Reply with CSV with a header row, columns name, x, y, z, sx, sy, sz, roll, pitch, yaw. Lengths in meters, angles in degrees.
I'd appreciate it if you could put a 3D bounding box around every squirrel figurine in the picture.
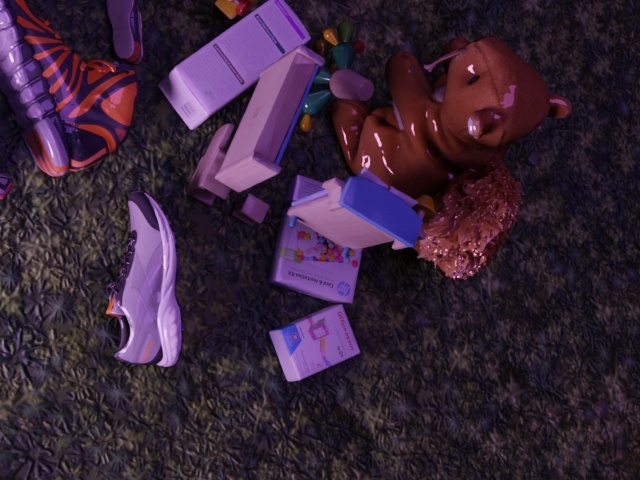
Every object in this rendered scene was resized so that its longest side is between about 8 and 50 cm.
name,x,y,z,sx,sy,sz,roll,pitch,yaw
squirrel figurine,0.242,-0.139,1.702,0.281,0.370,0.396,-9,86,-28

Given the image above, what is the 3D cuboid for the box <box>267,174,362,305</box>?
name,x,y,z,sx,sy,sz,roll,pitch,yaw
box,0.000,0.000,1.750,0.145,0.038,0.186,18,75,-22

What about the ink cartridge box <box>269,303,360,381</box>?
name,x,y,z,sx,sy,sz,roll,pitch,yaw
ink cartridge box,-0.008,0.166,1.710,0.123,0.052,0.088,-21,91,-28

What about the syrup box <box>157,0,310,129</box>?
name,x,y,z,sx,sy,sz,roll,pitch,yaw
syrup box,-0.138,-0.290,1.701,0.237,0.093,0.096,-40,99,-26

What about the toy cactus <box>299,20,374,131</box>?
name,x,y,z,sx,sy,sz,roll,pitch,yaw
toy cactus,0.014,-0.259,1.731,0.219,0.181,0.112,-49,137,-16

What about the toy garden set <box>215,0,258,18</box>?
name,x,y,z,sx,sy,sz,roll,pitch,yaw
toy garden set,-0.132,-0.476,1.738,0.204,0.049,0.244,44,60,13

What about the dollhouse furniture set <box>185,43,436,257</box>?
name,x,y,z,sx,sy,sz,roll,pitch,yaw
dollhouse furniture set,0.005,-0.111,1.638,0.303,0.286,0.198,30,69,-21

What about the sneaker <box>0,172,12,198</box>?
name,x,y,z,sx,sy,sz,roll,pitch,yaw
sneaker,-0.560,-0.153,1.456,0.299,0.121,0.112,35,71,-16

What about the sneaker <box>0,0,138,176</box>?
name,x,y,z,sx,sy,sz,roll,pitch,yaw
sneaker,-0.390,-0.269,1.574,0.180,0.125,0.321,-28,104,-31

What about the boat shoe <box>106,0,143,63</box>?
name,x,y,z,sx,sy,sz,roll,pitch,yaw
boat shoe,-0.305,-0.347,1.660,0.043,0.049,0.136,15,67,-67

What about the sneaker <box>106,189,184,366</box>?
name,x,y,z,sx,sy,sz,roll,pitch,yaw
sneaker,-0.270,0.057,1.578,0.108,0.100,0.271,-3,83,-21
